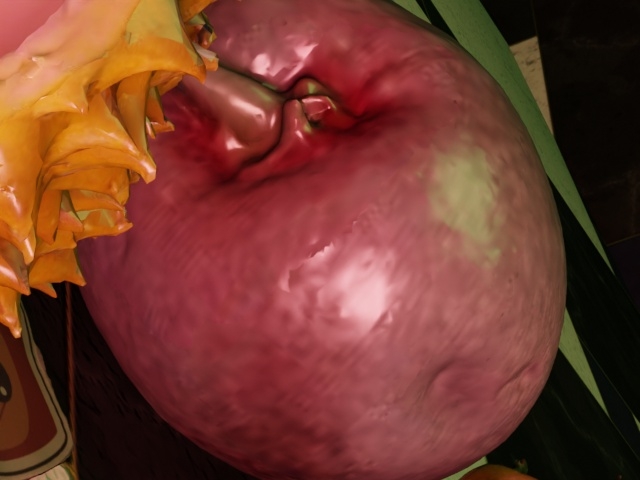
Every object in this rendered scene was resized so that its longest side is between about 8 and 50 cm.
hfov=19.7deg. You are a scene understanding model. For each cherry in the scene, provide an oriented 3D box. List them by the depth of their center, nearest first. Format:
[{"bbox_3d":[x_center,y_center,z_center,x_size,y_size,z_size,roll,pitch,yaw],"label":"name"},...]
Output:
[{"bbox_3d":[0.000,0.000,0.726,0.213,0.183,0.266,64,8,33],"label":"cherry"}]

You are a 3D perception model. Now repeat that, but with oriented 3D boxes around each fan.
[{"bbox_3d":[-0.115,0.049,0.570,0.132,0.009,0.220,36,26,-55],"label":"fan"}]

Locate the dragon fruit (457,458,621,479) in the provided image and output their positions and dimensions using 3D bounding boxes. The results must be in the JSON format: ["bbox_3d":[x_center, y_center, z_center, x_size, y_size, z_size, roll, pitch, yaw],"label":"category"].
[{"bbox_3d":[0.075,0.163,0.690,0.269,0.198,0.200,36,47,-45],"label":"dragon fruit"}]

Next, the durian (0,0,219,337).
[{"bbox_3d":[-0.103,-0.068,0.542,0.196,0.185,0.305,80,8,-49],"label":"durian"}]
